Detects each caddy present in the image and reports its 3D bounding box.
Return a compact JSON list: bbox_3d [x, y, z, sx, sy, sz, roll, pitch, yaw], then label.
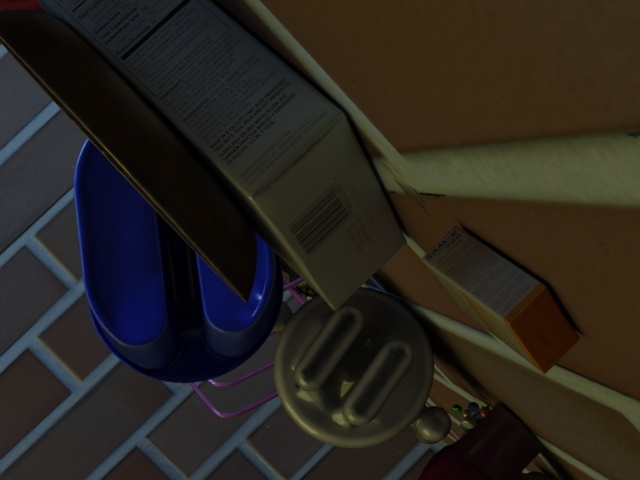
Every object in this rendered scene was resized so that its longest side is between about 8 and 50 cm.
[{"bbox_3d":[-0.171,0.000,1.345,0.179,0.241,0.341,110,152,-77],"label":"caddy"}]

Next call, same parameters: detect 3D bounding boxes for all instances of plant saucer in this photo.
[{"bbox_3d":[-0.151,-0.077,0.902,0.310,0.050,0.310,45,174,6],"label":"plant saucer"}]

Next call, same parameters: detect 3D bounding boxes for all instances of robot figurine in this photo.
[{"bbox_3d":[0.042,0.169,1.456,0.300,0.200,0.353,38,174,7],"label":"robot figurine"}]

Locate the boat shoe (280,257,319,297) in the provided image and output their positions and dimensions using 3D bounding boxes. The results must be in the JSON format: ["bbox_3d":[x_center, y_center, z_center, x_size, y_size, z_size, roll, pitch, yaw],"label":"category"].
[{"bbox_3d":[-0.020,0.059,1.805,0.223,0.073,0.080,42,174,38],"label":"boat shoe"}]

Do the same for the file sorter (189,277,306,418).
[{"bbox_3d":[-0.130,0.101,1.736,0.182,0.202,0.290,39,145,41],"label":"file sorter"}]

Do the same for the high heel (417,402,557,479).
[{"bbox_3d":[0.263,0.382,1.433,0.377,0.181,0.127,48,174,-22],"label":"high heel"}]

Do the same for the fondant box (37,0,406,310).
[{"bbox_3d":[-0.089,-0.111,0.935,0.330,0.096,0.238,44,174,28],"label":"fondant box"}]

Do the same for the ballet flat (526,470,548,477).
[{"bbox_3d":[0.285,0.384,1.532,0.068,0.072,0.213,63,-152,-28],"label":"ballet flat"}]

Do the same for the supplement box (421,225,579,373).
[{"bbox_3d":[0.119,0.038,0.736,0.062,0.036,0.098,50,173,-39],"label":"supplement box"}]

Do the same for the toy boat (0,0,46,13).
[{"bbox_3d":[-0.373,-0.347,1.309,0.231,0.151,0.151,46,146,-1],"label":"toy boat"}]

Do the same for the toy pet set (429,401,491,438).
[{"bbox_3d":[0.215,0.250,1.559,0.122,0.065,0.114,-18,121,48],"label":"toy pet set"}]
